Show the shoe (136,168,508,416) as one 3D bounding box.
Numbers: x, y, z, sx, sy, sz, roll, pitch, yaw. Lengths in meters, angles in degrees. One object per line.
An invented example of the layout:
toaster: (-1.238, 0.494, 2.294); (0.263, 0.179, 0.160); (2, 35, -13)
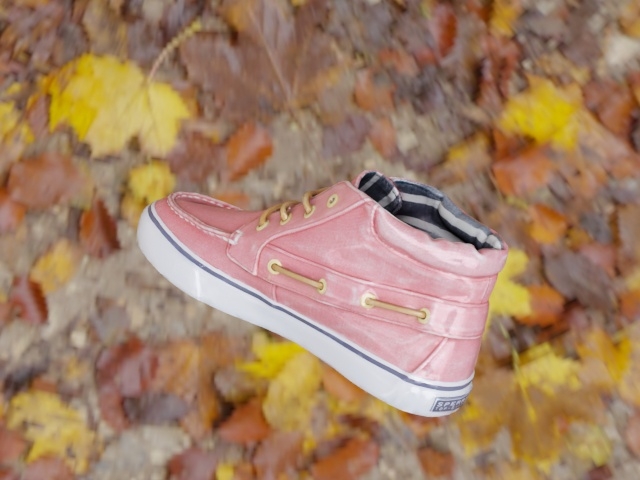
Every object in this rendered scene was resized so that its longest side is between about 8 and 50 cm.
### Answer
shoe: (0.000, 0.000, 0.823); (0.178, 0.063, 0.081); (29, 114, 29)
